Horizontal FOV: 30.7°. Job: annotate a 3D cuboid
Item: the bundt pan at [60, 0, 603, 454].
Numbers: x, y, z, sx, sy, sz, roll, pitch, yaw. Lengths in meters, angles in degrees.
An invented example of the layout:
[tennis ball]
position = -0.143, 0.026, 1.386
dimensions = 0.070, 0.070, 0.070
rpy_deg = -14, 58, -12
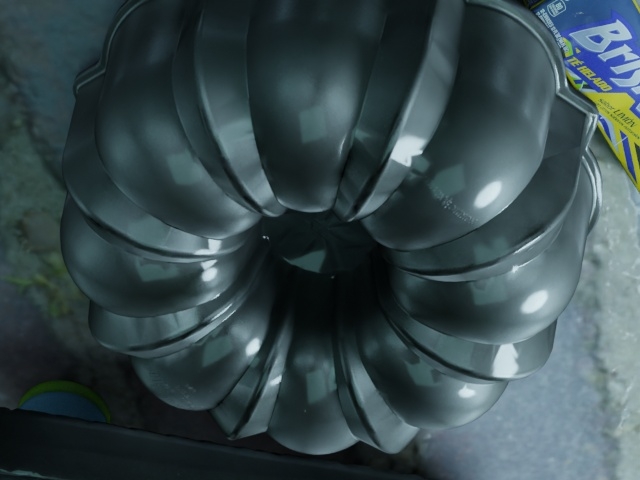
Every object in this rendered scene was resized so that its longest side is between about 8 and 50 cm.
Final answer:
[bundt pan]
position = 0.000, 0.000, 0.667
dimensions = 0.330, 0.124, 0.331
rpy_deg = 4, 127, 5

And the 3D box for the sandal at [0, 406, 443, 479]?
[sandal]
position = -0.037, 0.201, 0.780
dimensions = 0.445, 0.107, 0.167
rpy_deg = 13, 161, -18

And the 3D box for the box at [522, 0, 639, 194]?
[box]
position = 0.180, -0.094, 0.687
dimensions = 0.054, 0.059, 0.169
rpy_deg = -31, 117, 16

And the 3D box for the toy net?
[toy net]
position = -0.256, 0.180, 0.848
dimensions = 0.232, 0.045, 0.122
rpy_deg = -14, 123, 8
